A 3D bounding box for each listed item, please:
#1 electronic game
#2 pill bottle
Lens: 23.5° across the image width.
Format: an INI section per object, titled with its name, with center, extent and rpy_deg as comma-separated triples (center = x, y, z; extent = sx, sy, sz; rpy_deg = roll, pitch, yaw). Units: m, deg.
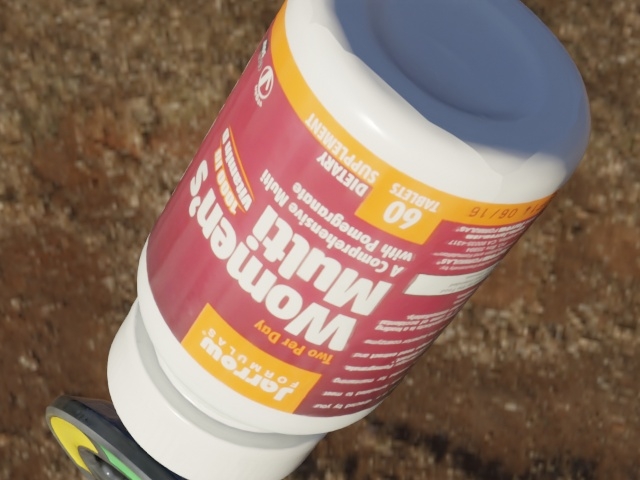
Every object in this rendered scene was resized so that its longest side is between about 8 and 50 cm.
[electronic game]
center = -0.096, 0.187, 1.011
extent = 0.229, 0.229, 0.048
rpy_deg = 35, 68, 26
[pill bottle]
center = 0.000, 0.000, 0.609
extent = 0.121, 0.221, 0.121
rpy_deg = 19, 43, -18
